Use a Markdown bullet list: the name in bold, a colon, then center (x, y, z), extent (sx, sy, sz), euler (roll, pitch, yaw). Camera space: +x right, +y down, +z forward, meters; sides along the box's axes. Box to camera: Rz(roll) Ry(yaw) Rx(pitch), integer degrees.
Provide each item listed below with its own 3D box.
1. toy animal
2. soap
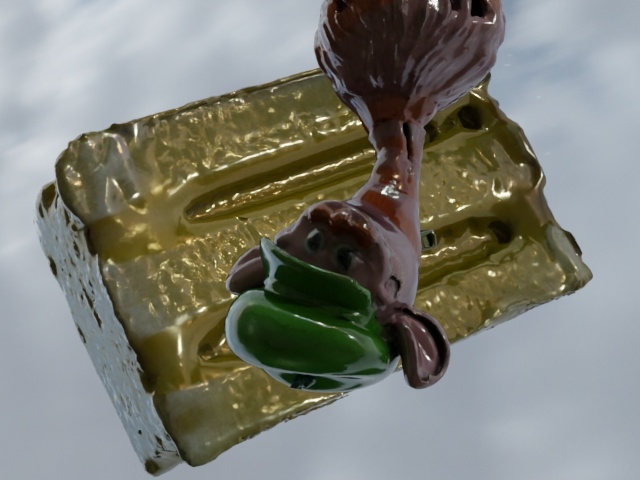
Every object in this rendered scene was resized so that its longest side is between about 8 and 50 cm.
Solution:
- **toy animal**: center (0.019, -0.045, 0.447), extent (0.100, 0.103, 0.208), euler (-1, -109, 10)
- **soap**: center (0.000, 0.000, 0.742), extent (0.199, 0.315, 0.091), euler (63, -31, 9)
